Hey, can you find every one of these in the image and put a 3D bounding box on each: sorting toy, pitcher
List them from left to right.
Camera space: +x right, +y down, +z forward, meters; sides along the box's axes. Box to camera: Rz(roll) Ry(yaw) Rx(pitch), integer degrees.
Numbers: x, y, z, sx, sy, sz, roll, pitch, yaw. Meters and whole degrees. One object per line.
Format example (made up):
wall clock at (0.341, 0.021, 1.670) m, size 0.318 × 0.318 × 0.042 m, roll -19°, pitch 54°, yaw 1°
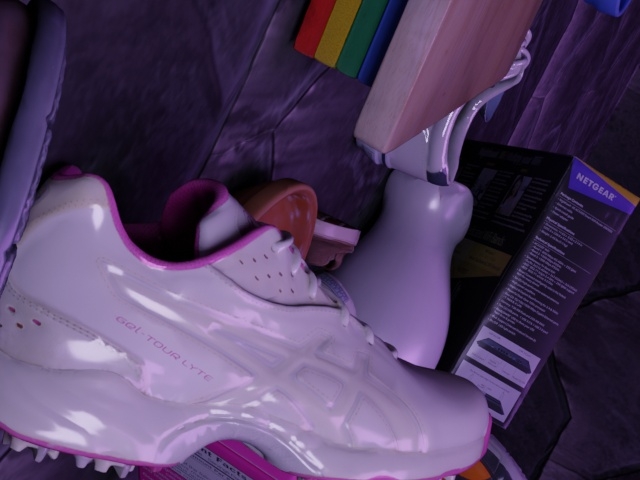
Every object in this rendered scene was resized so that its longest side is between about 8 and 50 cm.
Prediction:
pitcher at (0.063, 0.061, 1.238) m, size 0.178 × 0.125 × 0.207 m, roll 85°, pitch 27°, yaw -62°
sorting toy at (0.096, -0.212, 0.854) m, size 0.255 × 0.089 × 0.257 m, roll -36°, pitch 152°, yaw -60°

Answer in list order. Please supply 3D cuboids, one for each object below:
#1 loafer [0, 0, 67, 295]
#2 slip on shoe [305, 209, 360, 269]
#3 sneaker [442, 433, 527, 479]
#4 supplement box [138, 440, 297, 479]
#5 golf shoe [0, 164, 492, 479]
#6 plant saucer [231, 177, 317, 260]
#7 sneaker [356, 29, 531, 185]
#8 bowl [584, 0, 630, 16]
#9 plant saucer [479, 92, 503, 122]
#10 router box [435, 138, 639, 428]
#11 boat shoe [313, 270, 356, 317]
loafer at (-0.173, 0.052, 0.437) m, size 0.302 × 0.095 × 0.109 m, roll -66°, pitch -158°, yaw 12°
slip on shoe at (0.000, 0.000, 1.039) m, size 0.041 × 0.051 × 0.135 m, roll -63°, pitch 174°, yaw 2°
sneaker at (0.044, 0.230, 1.227) m, size 0.180 × 0.124 × 0.321 m, roll -40°, pitch -158°, yaw -22°
supplement box at (-0.043, 0.139, 0.879) m, size 0.111 × 0.114 × 0.220 m, roll -49°, pitch 164°, yaw -33°
golf shoe at (-0.024, 0.049, 0.679) m, size 0.306 × 0.115 × 0.140 m, roll 12°, pitch 93°, yaw -36°
plant saucer at (-0.070, 0.043, 0.899) m, size 0.200 × 0.037 × 0.200 m, roll -53°, pitch 165°, yaw -22°
sneaker at (0.126, -0.162, 1.054) m, size 0.258 × 0.091 × 0.094 m, roll -63°, pitch 166°, yaw 12°
bowl at (0.296, -0.388, 1.154) m, size 0.391 × 0.077 × 0.391 m, roll -61°, pitch 168°, yaw -23°
plant saucer at (0.160, -0.200, 1.175) m, size 0.195 × 0.037 × 0.195 m, roll 20°, pitch 90°, yaw -81°
router box at (0.162, 0.029, 1.337) m, size 0.243 × 0.081 × 0.309 m, roll -60°, pitch -166°, yaw 1°
boat shoe at (-0.036, 0.117, 1.122) m, size 0.081 × 0.079 × 0.227 m, roll -27°, pitch 149°, yaw -34°
